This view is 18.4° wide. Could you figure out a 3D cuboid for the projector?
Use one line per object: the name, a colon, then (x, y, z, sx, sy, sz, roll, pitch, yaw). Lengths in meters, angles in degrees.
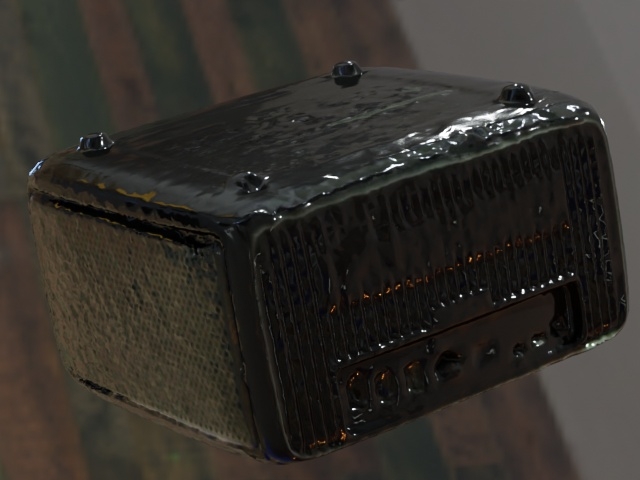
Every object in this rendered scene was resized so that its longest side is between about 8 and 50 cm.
projector: (0.000, 0.000, 1.722, 0.405, 0.395, 0.242, 14, -63, 56)
